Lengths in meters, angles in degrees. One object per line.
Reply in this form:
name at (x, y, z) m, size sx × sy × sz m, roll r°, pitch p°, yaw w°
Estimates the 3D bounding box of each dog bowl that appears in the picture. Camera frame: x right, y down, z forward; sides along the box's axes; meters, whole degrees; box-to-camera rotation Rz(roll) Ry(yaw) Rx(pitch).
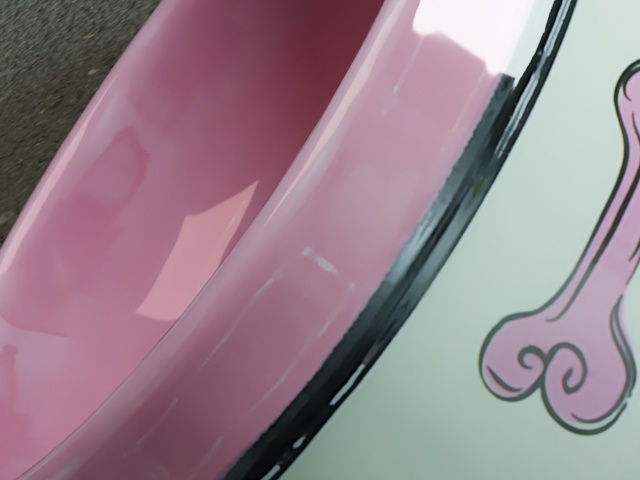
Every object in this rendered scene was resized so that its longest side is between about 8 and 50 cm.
dog bowl at (0.000, 0.000, 0.750) m, size 0.408 × 0.150 × 0.408 m, roll -48°, pitch 19°, yaw 22°
